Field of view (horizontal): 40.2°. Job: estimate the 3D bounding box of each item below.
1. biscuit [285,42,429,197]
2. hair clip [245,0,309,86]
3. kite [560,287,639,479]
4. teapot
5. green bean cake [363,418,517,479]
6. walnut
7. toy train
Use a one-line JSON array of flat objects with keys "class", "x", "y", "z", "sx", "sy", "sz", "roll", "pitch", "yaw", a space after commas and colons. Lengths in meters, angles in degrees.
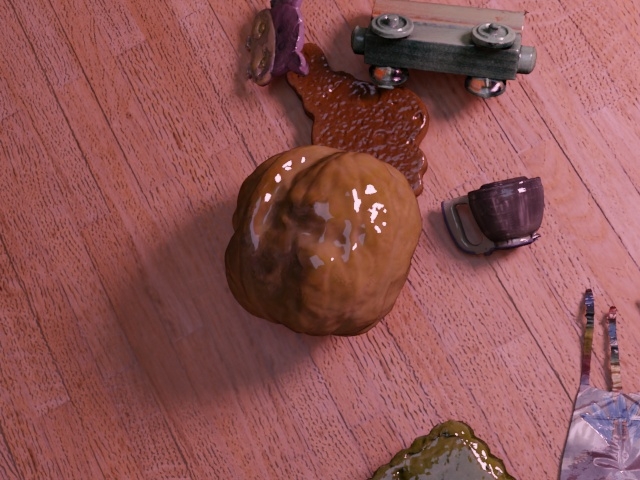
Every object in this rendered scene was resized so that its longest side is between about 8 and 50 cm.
[{"class": "biscuit", "x": 0.059, "y": -0.194, "z": 1.409, "sx": 0.320, "sy": 0.047, "sz": 0.183, "roll": 42, "pitch": 85, "yaw": 15}, {"class": "hair clip", "x": -0.070, "y": -0.338, "z": 1.435, "sx": 0.146, "sy": 0.056, "sz": 0.187, "roll": -16, "pitch": 58, "yaw": 44}, {"class": "kite", "x": 0.446, "y": 0.227, "z": 1.275, "sx": 0.169, "sy": 0.015, "sz": 0.309, "roll": 6, "pitch": 81, "yaw": 10}, {"class": "teapot", "x": 0.266, "y": -0.034, "z": 1.312, "sx": 0.149, "sy": 0.111, "sz": 0.108, "roll": -12, "pitch": 90, "yaw": 1}, {"class": "green bean cake", "x": 0.174, "y": 0.376, "z": 1.233, "sx": 0.214, "sy": 0.113, "sz": 0.200, "roll": -41, "pitch": 76, "yaw": -1}, {"class": "walnut", "x": -0.001, "y": 0.000, "z": 1.265, "sx": 0.253, "sy": 0.282, "sz": 0.276, "roll": 17, "pitch": 82, "yaw": -12}, {"class": "toy train", "x": 0.195, "y": -0.316, "z": 1.375, "sx": 0.286, "sy": 0.116, "sz": 0.177, "roll": 8, "pitch": 42, "yaw": 11}]
